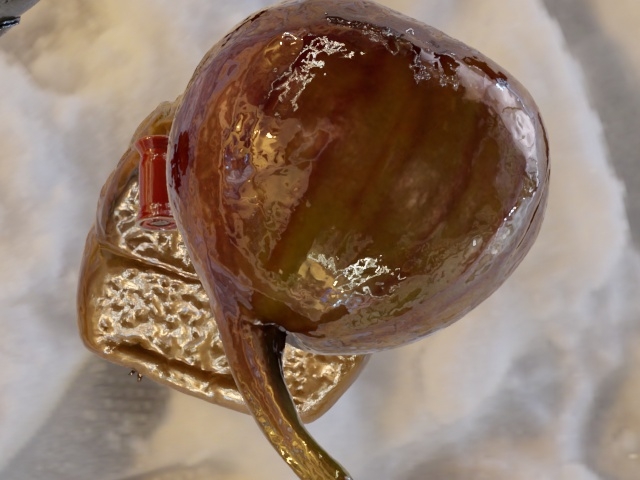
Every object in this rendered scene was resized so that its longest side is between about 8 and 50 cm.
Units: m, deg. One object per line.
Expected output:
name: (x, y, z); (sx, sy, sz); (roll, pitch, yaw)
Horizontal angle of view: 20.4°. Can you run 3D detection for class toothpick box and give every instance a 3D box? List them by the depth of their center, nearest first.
toothpick box: (-0.146, -0.053, 1.626); (0.047, 0.047, 0.083); (5, 72, -24)

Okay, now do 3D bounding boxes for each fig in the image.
fig: (-0.003, -0.006, 0.814); (0.175, 0.175, 0.207); (34, 85, -17)

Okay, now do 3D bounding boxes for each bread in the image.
bread: (-0.078, 0.018, 1.877); (0.337, 0.328, 0.148); (18, 32, -10)

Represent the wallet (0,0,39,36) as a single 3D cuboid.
wallet: (-0.329, -0.206, 1.686); (0.232, 0.122, 0.031); (-40, 80, 7)
